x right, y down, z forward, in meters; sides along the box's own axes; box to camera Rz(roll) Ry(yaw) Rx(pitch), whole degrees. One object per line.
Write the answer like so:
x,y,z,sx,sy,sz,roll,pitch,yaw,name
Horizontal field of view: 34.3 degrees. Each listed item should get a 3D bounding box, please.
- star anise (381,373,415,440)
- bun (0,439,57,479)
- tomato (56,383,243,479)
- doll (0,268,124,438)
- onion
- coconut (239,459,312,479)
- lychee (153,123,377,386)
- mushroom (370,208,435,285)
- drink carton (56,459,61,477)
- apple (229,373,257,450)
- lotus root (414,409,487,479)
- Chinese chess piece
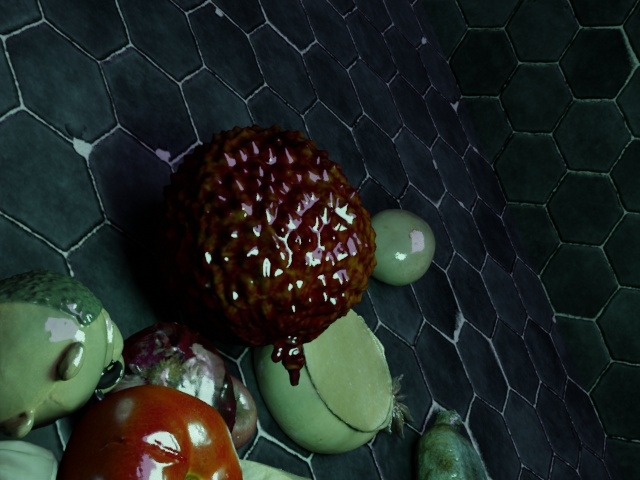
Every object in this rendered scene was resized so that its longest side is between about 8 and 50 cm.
0.141,0.371,2.389,0.182,0.065,0.195,8,62,-50,star anise
-0.451,0.355,1.280,0.175,0.263,0.263,27,39,-16,bun
-0.243,0.346,1.397,0.299,0.226,0.298,33,52,-55,tomato
-0.396,0.159,1.484,0.247,0.247,0.349,57,-5,-8,doll
-0.260,0.262,1.700,0.252,0.219,0.252,3,72,-9,onion
-0.097,0.493,1.651,0.329,0.329,0.328,39,36,-35,coconut
-0.098,0.025,1.948,0.425,0.425,0.499,-11,80,-60,lychee
0.191,0.024,2.683,0.204,0.204,0.204,39,36,-35,mushroom
-0.364,0.439,1.467,0.134,0.102,0.222,32,40,-45,drink carton
-0.192,0.311,1.841,0.153,0.120,0.153,32,46,-39,apple
0.296,0.555,2.382,0.175,0.175,0.349,32,36,-42,lotus root
0.010,0.278,2.177,0.338,0.141,0.338,38,35,-33,Chinese chess piece
